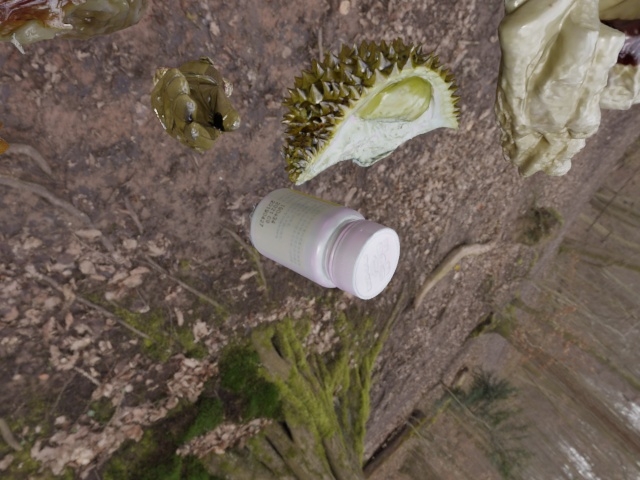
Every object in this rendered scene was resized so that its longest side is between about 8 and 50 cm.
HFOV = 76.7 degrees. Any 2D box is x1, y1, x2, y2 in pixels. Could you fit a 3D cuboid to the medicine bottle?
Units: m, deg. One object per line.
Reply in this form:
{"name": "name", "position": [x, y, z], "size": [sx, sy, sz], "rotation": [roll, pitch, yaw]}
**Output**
{"name": "medicine bottle", "position": [0.000, 0.000, 1.073], "size": [0.214, 0.379, 0.213], "rotation": [-24, 125, -39]}

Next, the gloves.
{"name": "gloves", "position": [-0.253, -0.265, 0.804], "size": [0.141, 0.331, 0.154], "rotation": [-42, 123, 19]}

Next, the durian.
{"name": "durian", "position": [0.058, -0.193, 0.584], "size": [0.307, 0.172, 0.166], "rotation": [-32, 128, -21]}

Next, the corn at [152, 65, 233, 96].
{"name": "corn", "position": [-0.436, -0.544, 1.411], "size": [0.290, 0.098, 0.098], "rotation": [-18, 149, -47]}

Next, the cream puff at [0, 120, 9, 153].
{"name": "cream puff", "position": [-1.075, -0.291, 1.174], "size": [0.241, 0.155, 0.268], "rotation": [51, 57, -48]}

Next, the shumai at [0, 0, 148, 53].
{"name": "shumai", "position": [-0.249, -0.268, 0.387], "size": [0.167, 0.175, 0.205], "rotation": [-23, 152, -4]}

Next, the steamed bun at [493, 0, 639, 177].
{"name": "steamed bun", "position": [0.374, -0.237, 0.560], "size": [0.428, 0.190, 0.246], "rotation": [28, 81, -62]}
